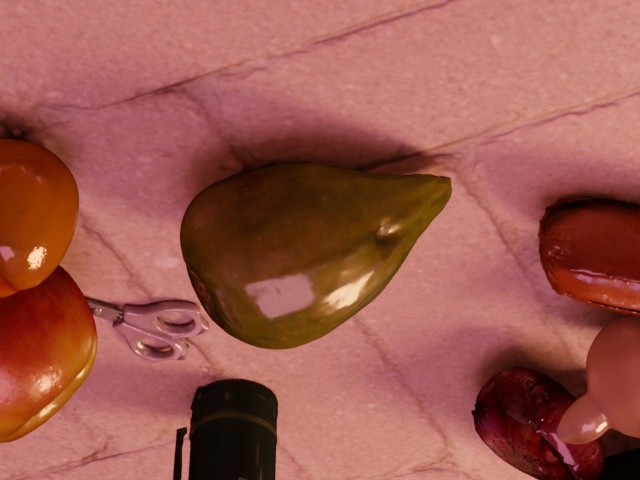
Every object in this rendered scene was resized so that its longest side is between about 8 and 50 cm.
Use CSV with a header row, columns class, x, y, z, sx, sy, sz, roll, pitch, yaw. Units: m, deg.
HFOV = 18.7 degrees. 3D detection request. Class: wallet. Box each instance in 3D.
class,x,y,z,sx,sy,sz,roll,pitch,yaw
wallet,0.289,0.260,1.969,0.168,0.052,0.245,-23,177,28

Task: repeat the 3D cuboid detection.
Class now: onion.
class,x,y,z,sx,sy,sz,roll,pitch,yaw
onion,0.237,0.172,1.936,0.150,0.140,0.150,39,161,16

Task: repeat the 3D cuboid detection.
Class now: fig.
class,x,y,z,sx,sy,sz,roll,pitch,yaw
fig,-0.009,0.015,1.666,0.233,0.167,0.167,0,144,13

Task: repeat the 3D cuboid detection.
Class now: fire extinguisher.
class,x,y,z,sx,sy,sz,roll,pitch,yaw
fire extinguisher,-0.092,0.284,1.909,0.118,0.294,0.093,27,137,-30

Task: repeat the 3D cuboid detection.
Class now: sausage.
class,x,y,z,sx,sy,sz,roll,pitch,yaw
sausage,0.346,0.032,1.738,0.330,0.102,0.102,9,142,-12

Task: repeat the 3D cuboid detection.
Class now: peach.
class,x,y,z,sx,sy,sz,roll,pitch,yaw
peach,-0.304,0.085,1.748,0.192,0.190,0.190,40,137,3
peach,-0.273,-0.017,1.646,0.138,0.138,0.138,0,143,0

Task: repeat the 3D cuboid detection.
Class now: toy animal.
class,x,y,z,sx,sy,sz,roll,pitch,yaw
toy animal,0.355,0.136,1.848,0.248,0.149,0.165,11,138,-36

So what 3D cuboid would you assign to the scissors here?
class,x,y,z,sx,sy,sz,roll,pitch,yaw
scissors,-0.202,0.070,1.860,0.189,0.015,0.100,20,137,-22
